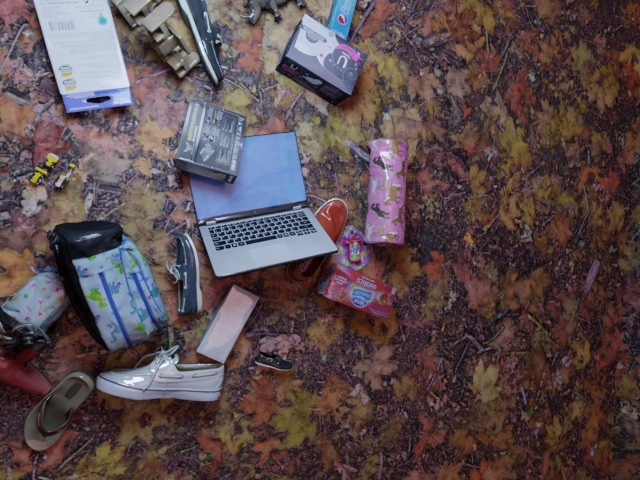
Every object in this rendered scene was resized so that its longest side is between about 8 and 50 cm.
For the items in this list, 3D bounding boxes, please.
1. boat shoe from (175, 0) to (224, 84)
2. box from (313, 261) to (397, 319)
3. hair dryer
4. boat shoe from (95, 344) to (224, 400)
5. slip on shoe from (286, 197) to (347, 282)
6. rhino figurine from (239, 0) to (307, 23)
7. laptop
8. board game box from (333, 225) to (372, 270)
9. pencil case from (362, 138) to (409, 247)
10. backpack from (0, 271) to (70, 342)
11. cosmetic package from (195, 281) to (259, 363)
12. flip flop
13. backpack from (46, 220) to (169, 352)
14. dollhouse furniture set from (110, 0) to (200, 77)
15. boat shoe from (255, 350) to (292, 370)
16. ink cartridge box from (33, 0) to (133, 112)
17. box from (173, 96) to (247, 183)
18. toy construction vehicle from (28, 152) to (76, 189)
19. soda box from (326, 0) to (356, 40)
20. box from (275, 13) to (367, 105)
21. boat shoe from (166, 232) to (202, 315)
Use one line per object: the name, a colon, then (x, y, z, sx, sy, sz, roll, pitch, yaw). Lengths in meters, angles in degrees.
boat shoe: (-0.348, -0.633, 1.310, 0.091, 0.114, 0.303, -24, 101, -13)
box: (0.122, 0.177, 1.522, 0.256, 0.128, 0.123, 23, 84, -21)
hair dryer: (-0.799, 0.320, 1.135, 0.223, 0.080, 0.294, 9, 131, 11)
boat shoe: (-0.463, 0.387, 1.298, 0.366, 0.135, 0.157, 14, 88, -24)
slip on shoe: (0.000, 0.000, 1.482, 0.123, 0.101, 0.331, 35, 78, -16)
rhino figurine: (-0.161, -0.777, 1.400, 0.243, 0.073, 0.106, -33, 107, -16)
laptop: (-0.189, -0.130, 1.337, 0.381, 0.408, 0.237, -12, 130, -20)
board game box: (0.121, 0.032, 1.567, 0.168, 0.033, 0.133, 44, 77, -17)
pencil case: (0.232, -0.169, 1.529, 0.160, 0.167, 0.387, 1, 92, -44)
backpack: (-0.767, 0.174, 1.180, 0.152, 0.115, 0.182, 44, 74, -15)
cosmetic package: (-0.301, 0.265, 1.395, 0.098, 0.060, 0.239, 31, 81, -17)
flip flop: (-0.736, 0.483, 1.201, 0.112, 0.080, 0.277, 39, 99, -20)
backpack: (-0.569, 0.129, 1.178, 0.273, 0.290, 0.356, -9, 103, -35)
dollhouse furniture set: (-0.445, -0.637, 1.217, 0.242, 0.212, 0.161, 44, 84, 10)
boat shoe: (-0.155, 0.411, 1.466, 0.132, 0.049, 0.042, 19, 93, -17)
ink cartridge box: (-0.661, -0.523, 1.219, 0.185, 0.065, 0.311, -15, 96, -20)
box: (-0.332, -0.304, 1.317, 0.182, 0.056, 0.231, 13, 64, -21)
toy construction vehicle: (-0.754, -0.189, 1.216, 0.085, 0.035, 0.098, 26, 80, -9)
soda box: (0.072, -0.785, 1.491, 0.067, 0.071, 0.210, 16, 86, -21)
box: (0.004, -0.595, 1.435, 0.247, 0.142, 0.164, 25, 84, -21)
boat shoe: (-0.422, 0.107, 1.327, 0.079, 0.095, 0.255, -11, 105, -32)
